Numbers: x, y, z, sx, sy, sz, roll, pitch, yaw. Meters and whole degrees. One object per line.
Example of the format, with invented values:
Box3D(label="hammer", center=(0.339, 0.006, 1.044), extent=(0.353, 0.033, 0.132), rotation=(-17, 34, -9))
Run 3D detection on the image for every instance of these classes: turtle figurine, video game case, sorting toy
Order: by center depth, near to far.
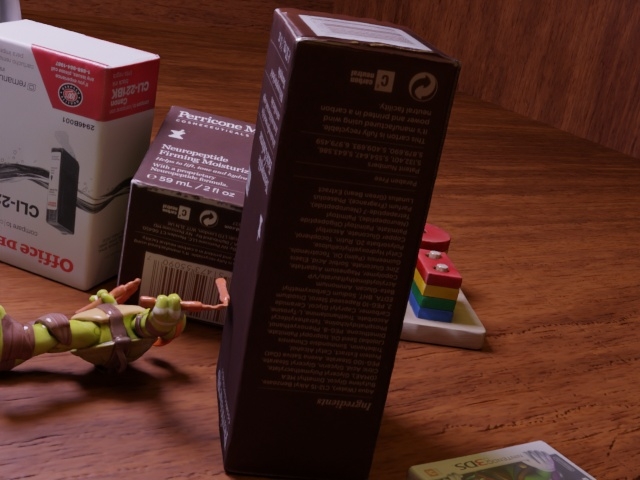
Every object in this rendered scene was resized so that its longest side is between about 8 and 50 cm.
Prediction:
Box3D(label="video game case", center=(0.198, 0.240, 0.876), extent=(0.173, 0.022, 0.190), rotation=(-2, 23, -35))
Box3D(label="turtle figurine", center=(-0.221, 0.088, 0.978), extent=(0.217, 0.087, 0.270), rotation=(-5, 2, -33))
Box3D(label="sorting toy", center=(0.068, 0.032, 1.310), extent=(0.257, 0.089, 0.255), rotation=(8, 18, -9))

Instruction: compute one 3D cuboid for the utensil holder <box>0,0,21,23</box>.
Box3D(label="utensil holder", center=(-0.612, -0.251, 1.305), extent=(0.386, 0.327, 0.327), rotation=(0, 19, -2))

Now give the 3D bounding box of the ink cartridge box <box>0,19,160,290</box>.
Box3D(label="ink cartridge box", center=(-0.314, -0.102, 1.192), extent=(0.197, 0.272, 0.114), rotation=(17, 23, 17))

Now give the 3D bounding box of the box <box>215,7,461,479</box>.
Box3D(label="box", center=(0.000, 0.000, 0.899), extent=(0.143, 0.381, 0.191), rotation=(6, 18, -10))

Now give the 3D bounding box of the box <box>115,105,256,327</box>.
Box3D(label="box", center=(-0.127, -0.028, 1.177), extent=(0.169, 0.167, 0.203), rotation=(13, 32, -2))
